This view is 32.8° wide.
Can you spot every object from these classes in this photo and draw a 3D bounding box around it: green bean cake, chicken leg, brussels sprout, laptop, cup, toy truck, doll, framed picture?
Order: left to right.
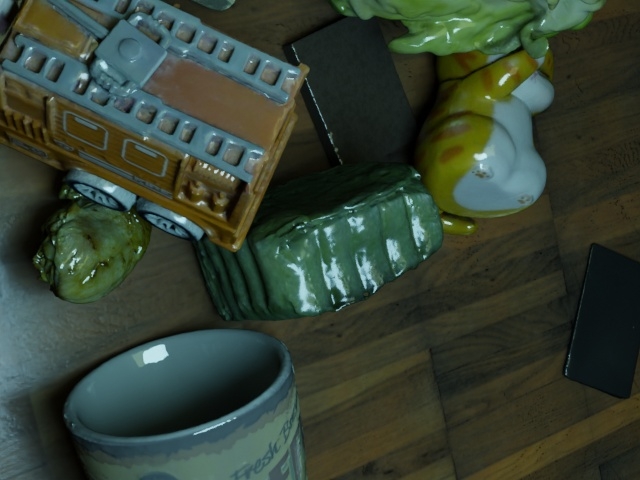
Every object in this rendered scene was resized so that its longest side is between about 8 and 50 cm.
[{"bbox_3d":[-0.210,-0.152,0.968,0.387,0.207,0.173,25,75,-6],"label":"toy truck"},{"bbox_3d":[-0.210,-0.027,1.096,0.088,0.103,0.228,95,19,-49],"label":"chicken leg"},{"bbox_3d":[-0.103,0.231,1.121,0.301,0.227,0.257,-45,130,-56],"label":"cup"},{"bbox_3d":[0.000,0.000,1.147,0.222,0.227,0.125,-24,104,-30],"label":"green bean cake"},{"bbox_3d":[0.040,-0.176,1.293,0.128,0.023,0.169,-31,106,-30],"label":"framed picture"},{"bbox_3d":[0.159,-0.379,1.190,0.371,0.276,0.315,18,64,12],"label":"brussels sprout"},{"bbox_3d":[0.201,-0.153,1.312,0.166,0.162,0.270,33,70,-41],"label":"doll"},{"bbox_3d":[0.406,0.115,1.536,0.135,0.016,0.197,22,77,-30],"label":"laptop"}]

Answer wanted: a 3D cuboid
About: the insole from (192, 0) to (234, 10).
[{"bbox_3d":[-0.194,-0.309,1.150,0.247,0.011,0.081,18,81,-31],"label":"insole"}]
